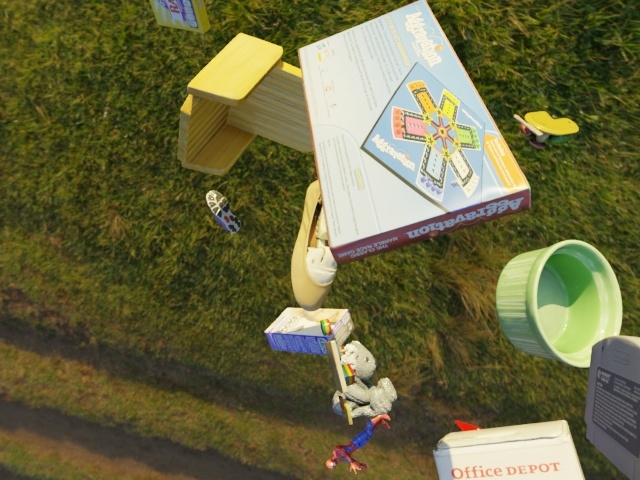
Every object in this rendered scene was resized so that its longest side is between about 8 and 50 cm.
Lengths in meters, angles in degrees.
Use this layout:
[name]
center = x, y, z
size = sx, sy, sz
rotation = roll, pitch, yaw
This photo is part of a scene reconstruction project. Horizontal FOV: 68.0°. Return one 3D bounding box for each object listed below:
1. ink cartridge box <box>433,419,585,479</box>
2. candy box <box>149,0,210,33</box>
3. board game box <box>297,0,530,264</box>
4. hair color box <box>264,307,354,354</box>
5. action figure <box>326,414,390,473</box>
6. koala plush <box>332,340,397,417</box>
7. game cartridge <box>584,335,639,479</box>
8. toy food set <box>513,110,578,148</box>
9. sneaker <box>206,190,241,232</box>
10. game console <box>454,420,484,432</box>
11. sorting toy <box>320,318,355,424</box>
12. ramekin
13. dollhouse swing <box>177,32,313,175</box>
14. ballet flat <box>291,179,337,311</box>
[ink cartridge box]
center = 0.240, 0.338, 0.558
size = 0.158, 0.092, 0.218
rotation = -17, 76, 23
[candy box]
center = -0.253, -0.445, 0.770
size = 0.105, 0.027, 0.206
rotation = 20, 148, 20
[board game box]
center = 0.061, -0.115, 0.425
size = 0.144, 0.282, 0.027
rotation = -18, 140, 12
[hair color box]
center = -0.048, 0.380, 2.014
size = 0.338, 0.185, 0.110
rotation = -3, 117, 36
[action figure]
center = 0.154, 0.738, 1.673
size = 0.139, 0.280, 0.092
rotation = 39, 145, 43
[koala plush]
center = 0.118, 0.435, 1.523
size = 0.203, 0.196, 0.222
rotation = -13, 83, 14
[game cartridge]
center = 0.480, 0.248, 0.729
size = 0.060, 0.294, 0.196
rotation = 3, 85, 14
[toy food set]
center = 0.658, -0.320, 1.407
size = 0.128, 0.217, 0.071
rotation = 53, 143, 37
[sneaker]
center = -0.339, -0.090, 1.594
size = 0.071, 0.068, 0.170
rotation = 3, 134, 39
[game console]
center = 0.344, 0.462, 0.992
size = 0.143, 0.124, 0.085
rotation = 24, 100, -19
[sorting toy]
center = 0.058, 0.339, 1.263
size = 0.046, 0.132, 0.275
rotation = -12, 78, -9
[ramekin]
center = 0.591, 0.158, 1.197
size = 0.303, 0.303, 0.148
rotation = 48, 157, -11
[dollhouse swing]
center = -0.159, -0.297, 1.271
size = 0.304, 0.315, 0.347
rotation = 33, 150, -4
[ballet flat]
center = 0.000, 0.000, 0.790
size = 0.080, 0.233, 0.073
rotation = 13, 162, -31
